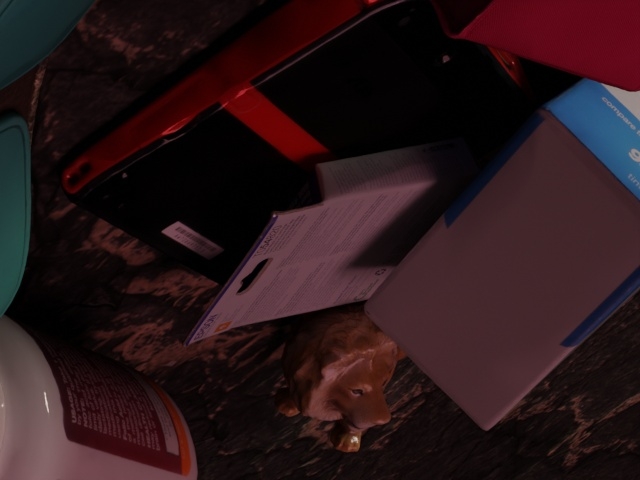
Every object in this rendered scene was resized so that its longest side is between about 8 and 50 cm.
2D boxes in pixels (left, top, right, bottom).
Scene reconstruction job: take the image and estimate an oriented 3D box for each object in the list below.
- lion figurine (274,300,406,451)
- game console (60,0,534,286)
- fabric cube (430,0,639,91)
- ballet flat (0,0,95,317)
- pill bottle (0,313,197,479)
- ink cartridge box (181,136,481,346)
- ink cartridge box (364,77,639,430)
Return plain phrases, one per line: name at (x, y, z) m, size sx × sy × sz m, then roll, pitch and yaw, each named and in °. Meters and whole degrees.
lion figurine at (0.086, 0.079, 1.972) m, size 0.392 × 0.142 × 0.240 m, roll -42°, pitch 163°, yaw -40°
game console at (-0.003, -0.092, 1.629) m, size 0.342 × 0.060 × 0.386 m, roll -31°, pitch 157°, yaw 11°
fabric cube at (0.166, -0.275, 1.207) m, size 0.259 × 0.254 × 0.258 m, roll -43°, pitch 155°, yaw 24°
ballet flat at (-0.231, -0.110, 1.126) m, size 0.164 × 0.182 × 0.483 m, roll -42°, pitch 168°, yaw -39°
pill bottle at (-0.276, 0.173, 1.575) m, size 0.224 × 0.224 × 0.392 m, roll -36°, pitch 157°, yaw 8°
ink cartridge box at (0.000, 0.000, 1.692) m, size 0.224 × 0.045 × 0.223 m, roll -13°, pitch 155°, yaw -35°
ink cartridge box at (0.260, -0.040, 1.766) m, size 0.395 × 0.166 × 0.285 m, roll -36°, pitch 169°, yaw -50°
